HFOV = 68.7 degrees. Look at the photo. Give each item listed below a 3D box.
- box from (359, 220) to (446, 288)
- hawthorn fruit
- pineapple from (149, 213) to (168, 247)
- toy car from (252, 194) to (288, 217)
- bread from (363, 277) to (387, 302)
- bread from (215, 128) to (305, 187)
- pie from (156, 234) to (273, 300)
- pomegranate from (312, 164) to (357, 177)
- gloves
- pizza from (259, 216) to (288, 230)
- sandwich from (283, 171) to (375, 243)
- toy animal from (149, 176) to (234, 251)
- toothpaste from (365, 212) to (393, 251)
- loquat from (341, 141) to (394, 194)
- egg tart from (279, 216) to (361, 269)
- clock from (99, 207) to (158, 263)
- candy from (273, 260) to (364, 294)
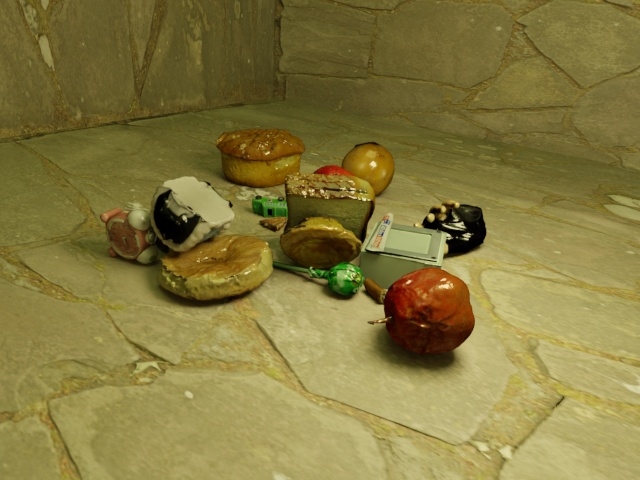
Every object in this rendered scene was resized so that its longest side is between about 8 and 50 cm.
[{"bbox_3d":[0.248,0.047,1.397,0.225,0.117,0.225,11,27,14],"label":"box"},{"bbox_3d":[0.217,0.169,1.075,0.243,0.207,0.207,-9,29,-16],"label":"hawthorn fruit"},{"bbox_3d":[-0.511,-0.034,1.484,0.237,0.111,0.119,10,-9,22],"label":"pineapple"},{"bbox_3d":[-0.175,-0.121,1.740,0.165,0.071,0.062,5,40,2],"label":"toy car"},{"bbox_3d":[0.153,0.139,1.283,0.036,0.047,0.083,-38,37,-11],"label":"bread"},{"bbox_3d":[-0.274,-0.385,2.103,0.399,0.215,0.398,2,27,-1],"label":"bread"},{"bbox_3d":[-0.288,0.065,1.319,0.340,0.083,0.339,1,23,0],"label":"pie"},{"bbox_3d":[0.050,-0.171,1.730,0.210,0.210,0.235,15,-4,21],"label":"pomegranate"},{"bbox_3d":[0.424,-0.039,1.556,0.301,0.197,0.152,11,-24,-42],"label":"gloves"},{"bbox_3d":[-0.171,-0.060,1.668,0.099,0.029,0.100,3,22,17],"label":"pizza"},{"bbox_3d":[0.020,-0.079,1.427,0.272,0.301,0.099,1,56,-6],"label":"sandwich"},{"bbox_3d":[-0.367,-0.069,1.344,0.208,0.156,0.204,40,35,15],"label":"toy animal"},{"bbox_3d":[0.182,-0.023,1.371,0.052,0.033,0.218,7,31,18],"label":"toothpaste"},{"bbox_3d":[0.199,-0.297,1.971,0.235,0.234,0.235,3,26,-2],"label":"loquat"},{"bbox_3d":[0.000,0.000,1.356,0.241,0.241,0.105,4,60,0],"label":"egg tart"},{"bbox_3d":[-0.548,-0.019,1.379,0.162,0.165,0.093,9,25,26],"label":"clock"},{"bbox_3d":[-0.028,0.091,1.340,0.324,0.097,0.097,9,25,30],"label":"candy"}]
